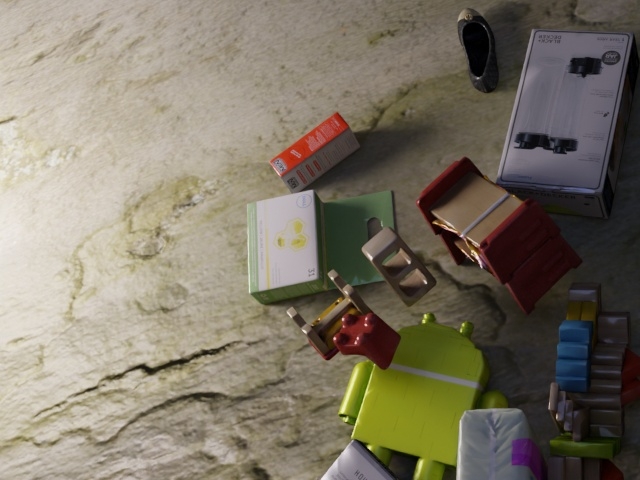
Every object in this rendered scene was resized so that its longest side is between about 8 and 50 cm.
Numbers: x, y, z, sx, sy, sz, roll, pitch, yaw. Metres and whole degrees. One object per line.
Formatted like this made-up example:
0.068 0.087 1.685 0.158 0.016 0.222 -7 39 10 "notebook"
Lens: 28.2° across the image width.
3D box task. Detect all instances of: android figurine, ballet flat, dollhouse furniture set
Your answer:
0.151 0.237 1.878 0.248 0.056 0.272 9 70 25 "android figurine"
0.265 -0.323 2.131 0.057 0.049 0.173 -17 59 11 "ballet flat"
0.164 0.071 1.871 0.374 0.152 0.201 -42 35 -3 "dollhouse furniture set"

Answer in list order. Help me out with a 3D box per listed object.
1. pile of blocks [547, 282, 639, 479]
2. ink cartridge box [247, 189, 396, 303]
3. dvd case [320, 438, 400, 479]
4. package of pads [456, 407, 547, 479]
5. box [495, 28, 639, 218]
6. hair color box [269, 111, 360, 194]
0.384 0.213 1.749 0.113 0.149 0.362 -1 63 20 "pile of blocks"
0.000 0.000 2.060 0.235 0.056 0.171 -12 60 17 "ink cartridge box"
0.036 0.429 1.807 0.179 0.029 0.238 42 96 32 "dvd case"
0.239 0.395 1.662 0.101 0.229 0.296 -3 62 16 "package of pads"
0.388 -0.185 1.991 0.169 0.087 0.290 5 66 23 "box"
-0.008 -0.144 2.126 0.141 0.072 0.043 -36 58 -1 "hair color box"
